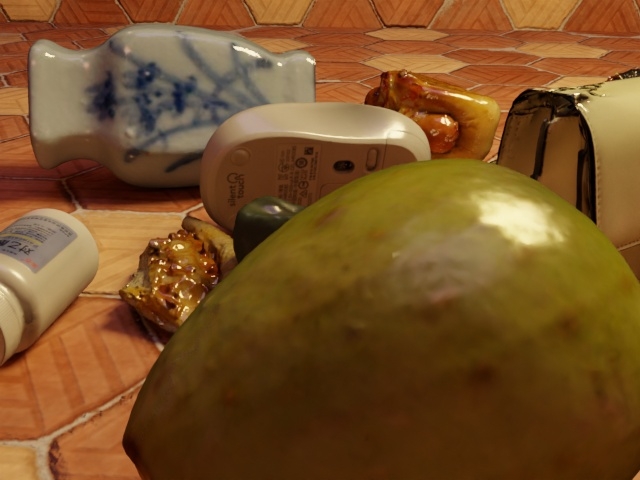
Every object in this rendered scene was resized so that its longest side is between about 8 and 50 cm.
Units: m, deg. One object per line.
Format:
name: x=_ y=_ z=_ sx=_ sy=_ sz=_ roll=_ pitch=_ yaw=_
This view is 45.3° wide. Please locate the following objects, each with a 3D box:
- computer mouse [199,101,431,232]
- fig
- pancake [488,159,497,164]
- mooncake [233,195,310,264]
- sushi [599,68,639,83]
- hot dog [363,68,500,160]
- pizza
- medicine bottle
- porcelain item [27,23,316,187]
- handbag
computer mouse: x=-0.007 y=-0.099 z=0.988 sx=0.296 sy=0.184 sz=0.121 roll=-4 pitch=41 yaw=-7
fig: x=0.036 y=0.087 z=0.490 sx=0.326 sy=0.258 sz=0.258 roll=-17 pitch=27 yaw=-8
pancake: x=0.337 y=-0.097 z=1.184 sx=0.199 sy=0.021 sz=0.199 roll=1 pitch=24 yaw=0
mooncake: x=0.000 y=0.000 z=0.787 sx=0.175 sy=0.169 sz=0.104 roll=20 pitch=25 yaw=6
sushi: x=0.523 y=-0.206 z=1.290 sx=0.150 sy=0.153 sz=0.172 roll=-26 pitch=53 yaw=-13
hot dog: x=0.166 y=-0.211 z=1.294 sx=0.153 sy=0.150 sz=0.256 roll=-3 pitch=23 yaw=-31
pizza: x=-0.140 y=0.036 z=0.835 sx=0.134 sy=0.056 sz=0.271 roll=7 pitch=23 yaw=-5
medicine bottle: x=-0.301 y=0.046 z=0.751 sx=0.102 sy=0.103 sz=0.187 roll=4 pitch=24 yaw=9
porcelain item: x=-0.213 y=-0.200 z=1.143 sx=0.405 sy=0.243 sz=0.178 roll=-1 pitch=-1 yaw=-8
handbag: x=0.372 y=-0.069 z=0.859 sx=0.358 sy=0.237 sz=0.160 roll=-13 pitch=25 yaw=-28
